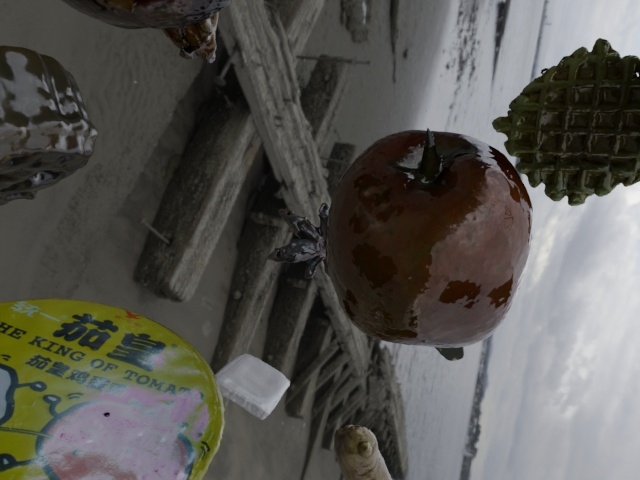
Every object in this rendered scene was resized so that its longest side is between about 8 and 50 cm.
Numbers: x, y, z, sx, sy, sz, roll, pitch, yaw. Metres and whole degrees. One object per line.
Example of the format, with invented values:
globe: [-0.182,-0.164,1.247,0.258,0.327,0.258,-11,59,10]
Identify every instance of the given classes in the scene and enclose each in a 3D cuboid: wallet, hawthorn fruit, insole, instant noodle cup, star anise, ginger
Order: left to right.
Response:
instant noodle cup: [-0.289,0.251,0.524,0.325,0.325,0.254,-32,146,-64]
wallet: [-0.128,0.270,0.945,0.032,0.124,0.183,-62,174,6]
star anise: [-0.005,0.000,1.283,0.110,0.257,0.198,172,-80,-85]
ginger: [0.067,0.361,0.797,0.074,0.137,0.213,-33,112,-20]
hawthorn fruit: [0.134,-0.011,0.622,0.301,0.267,0.268,78,29,-55]
insole: [0.326,0.235,1.406,0.248,0.081,0.011,60,28,-9]

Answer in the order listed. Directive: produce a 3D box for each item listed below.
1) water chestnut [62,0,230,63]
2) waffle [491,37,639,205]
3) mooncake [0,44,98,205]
water chestnut: [-0.185,-0.365,0.575,0.347,0.335,0.335,59,44,-56]
waffle: [0.374,-0.157,0.707,0.214,0.208,0.054,-42,-179,36]
mooncake: [-0.354,-0.103,0.520,0.228,0.228,0.124,-21,91,-68]
